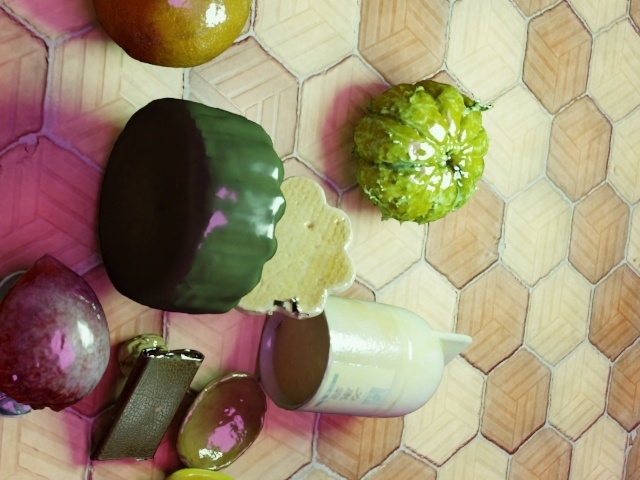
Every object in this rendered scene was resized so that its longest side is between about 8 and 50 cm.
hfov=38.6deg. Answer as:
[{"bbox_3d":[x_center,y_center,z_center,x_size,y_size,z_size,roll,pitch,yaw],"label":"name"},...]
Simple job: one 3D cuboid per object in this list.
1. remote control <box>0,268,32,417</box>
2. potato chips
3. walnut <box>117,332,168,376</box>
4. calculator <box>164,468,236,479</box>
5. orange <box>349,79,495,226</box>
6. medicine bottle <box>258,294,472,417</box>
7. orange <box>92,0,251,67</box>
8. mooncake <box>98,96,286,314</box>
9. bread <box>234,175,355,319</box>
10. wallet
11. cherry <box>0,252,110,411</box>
[{"bbox_3d":[-0.501,0.170,1.514,0.104,0.052,0.247,6,94,-36],"label":"remote control"},{"bbox_3d":[-0.197,0.342,1.758,0.195,0.062,0.208,10,98,-39],"label":"potato chips"},{"bbox_3d":[-0.315,0.208,1.643,0.096,0.082,0.078,-11,75,-40],"label":"walnut"},{"bbox_3d":[-0.249,0.496,1.739,0.235,0.032,0.146,23,105,-39],"label":"calculator"},{"bbox_3d":[0.205,-0.179,1.886,0.300,0.223,0.301,-11,107,-24],"label":"orange"},{"bbox_3d":[0.103,0.242,1.860,0.406,0.236,0.235,12,89,-36],"label":"medicine bottle"},{"bbox_3d":[-0.237,-0.412,1.504,0.264,0.264,0.264,-6,101,-36],"label":"orange"},{"bbox_3d":[-0.211,-0.051,1.510,0.194,0.356,0.356,6,93,-40],"label":"mooncake"},{"bbox_3d":[-0.084,0.010,1.711,0.316,0.054,0.315,4,64,-9],"label":"bread"},{"bbox_3d":[-0.310,0.293,1.628,0.133,0.039,0.243,8,117,-44],"label":"wallet"},{"bbox_3d":[-0.426,0.144,1.434,0.192,0.175,0.249,0,92,-25],"label":"cherry"}]
